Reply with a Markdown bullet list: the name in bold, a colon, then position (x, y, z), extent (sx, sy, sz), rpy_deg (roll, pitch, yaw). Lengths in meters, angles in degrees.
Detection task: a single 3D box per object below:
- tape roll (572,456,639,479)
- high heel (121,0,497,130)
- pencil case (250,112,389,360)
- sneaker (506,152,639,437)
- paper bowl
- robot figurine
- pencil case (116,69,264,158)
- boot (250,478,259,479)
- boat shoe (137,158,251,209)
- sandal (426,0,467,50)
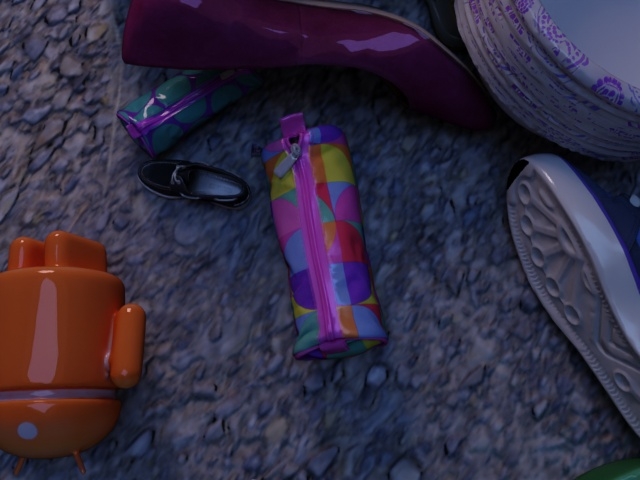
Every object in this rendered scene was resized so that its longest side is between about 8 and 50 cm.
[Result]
- **tape roll**: position (0.328, 0.358, 0.617), extent (0.322, 0.077, 0.321), rpy_deg (0, 77, 0)
- **high heel**: position (-0.002, -0.170, 0.713), extent (0.377, 0.127, 0.181), rpy_deg (30, 100, -15)
- **pencil case**: position (0.000, 0.000, 0.694), extent (0.105, 0.104, 0.236), rpy_deg (-12, 77, -3)
- **sneaker**: position (0.354, 0.028, 0.686), extent (0.236, 0.130, 0.322), rpy_deg (-21, 72, -16)
- **paper bowl**: position (0.269, -0.210, 0.698), extent (0.285, 0.148, 0.284), rpy_deg (8, 66, -17)
- **robot figurine**: position (-0.246, 0.104, 0.651), extent (0.158, 0.128, 0.219), rpy_deg (2, 75, -17)
- **pencil case**: position (-0.138, -0.152, 0.745), extent (0.152, 0.070, 0.064), rpy_deg (-37, 103, -8)
- **boot**: position (-0.053, 0.320, 0.636), extent (0.086, 0.069, 0.189), rpy_deg (16, 84, -3)
- **boat shoe**: position (-0.135, -0.063, 0.739), extent (0.125, 0.038, 0.046), rpy_deg (18, 77, 4)
- **sandal**: position (0.137, -0.301, 0.794), extent (0.072, 0.049, 0.180), rpy_deg (-20, 77, -5)
